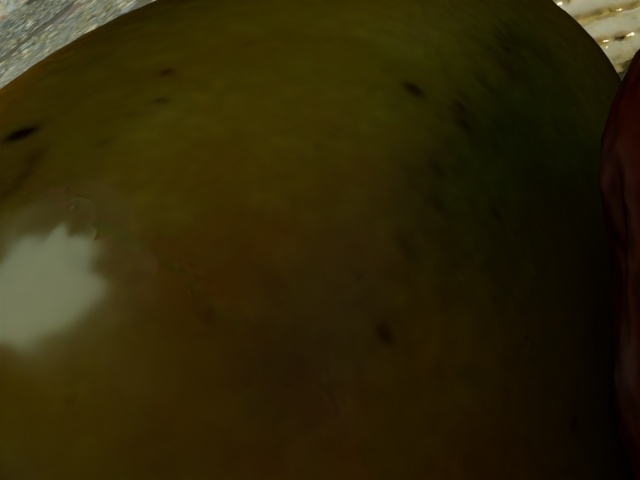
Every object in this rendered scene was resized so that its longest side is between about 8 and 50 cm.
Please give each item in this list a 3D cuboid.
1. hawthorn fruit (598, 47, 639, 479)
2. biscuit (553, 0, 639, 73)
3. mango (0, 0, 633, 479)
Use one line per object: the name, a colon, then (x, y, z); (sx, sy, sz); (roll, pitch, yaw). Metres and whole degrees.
hawthorn fruit: (0.172, 0.053, 0.364); (0.210, 0.266, 0.230); (-1, -8, -7)
biscuit: (0.058, -0.116, 0.975); (0.426, 0.078, 0.144); (-15, 18, 31)
mango: (-0.008, 0.060, 0.524); (0.232, 0.300, 0.446); (16, 24, 18)
